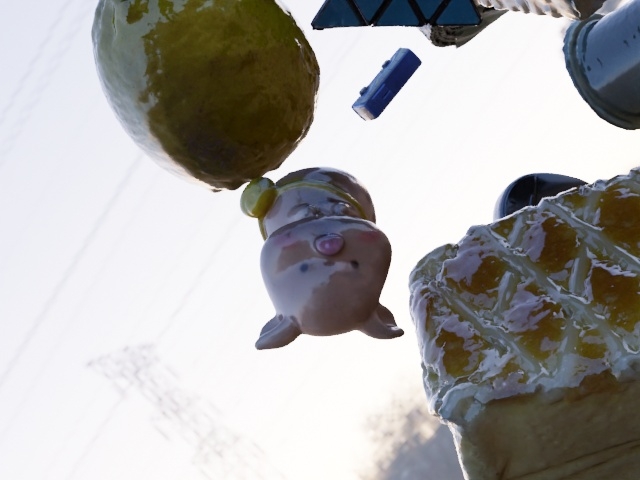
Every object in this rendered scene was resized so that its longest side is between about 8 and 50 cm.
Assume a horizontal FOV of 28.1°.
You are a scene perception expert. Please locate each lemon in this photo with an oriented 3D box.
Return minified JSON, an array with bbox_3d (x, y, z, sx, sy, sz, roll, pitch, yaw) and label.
[{"bbox_3d":[-0.145,-0.221,1.606,0.285,0.316,0.285,-26,7,4],"label":"lemon"}]

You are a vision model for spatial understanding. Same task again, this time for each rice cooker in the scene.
[{"bbox_3d":[0.366,-0.031,1.990,0.118,0.203,0.142,146,136,-72],"label":"rice cooker"}]

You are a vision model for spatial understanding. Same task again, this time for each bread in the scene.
[{"bbox_3d":[0.310,0.136,1.497,0.371,0.279,0.390,-18,31,10],"label":"bread"}]

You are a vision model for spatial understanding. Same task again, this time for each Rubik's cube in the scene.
[{"bbox_3d":[0.086,-0.378,1.538,0.211,0.190,0.178,-5,-37,-9],"label":"Rubik's cube"}]

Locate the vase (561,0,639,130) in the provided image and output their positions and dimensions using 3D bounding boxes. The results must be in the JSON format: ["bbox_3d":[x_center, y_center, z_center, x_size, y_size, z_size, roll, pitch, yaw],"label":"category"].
[{"bbox_3d":[0.608,-0.364,2.254,0.245,0.245,0.291,-38,1,-38],"label":"vase"}]

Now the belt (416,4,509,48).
[{"bbox_3d":[0.229,-0.425,2.101,0.257,0.150,0.207,-14,-30,-54],"label":"belt"}]

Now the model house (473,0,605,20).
[{"bbox_3d":[0.237,-0.566,1.654,0.445,0.400,0.395,-51,-56,-16],"label":"model house"}]

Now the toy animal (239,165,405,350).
[{"bbox_3d":[-0.003,0.001,1.448,0.165,0.248,0.149,-9,-43,4],"label":"toy animal"}]

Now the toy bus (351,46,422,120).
[{"bbox_3d":[0.124,-0.290,2.371,0.153,0.051,0.061,-52,20,-11],"label":"toy bus"}]
